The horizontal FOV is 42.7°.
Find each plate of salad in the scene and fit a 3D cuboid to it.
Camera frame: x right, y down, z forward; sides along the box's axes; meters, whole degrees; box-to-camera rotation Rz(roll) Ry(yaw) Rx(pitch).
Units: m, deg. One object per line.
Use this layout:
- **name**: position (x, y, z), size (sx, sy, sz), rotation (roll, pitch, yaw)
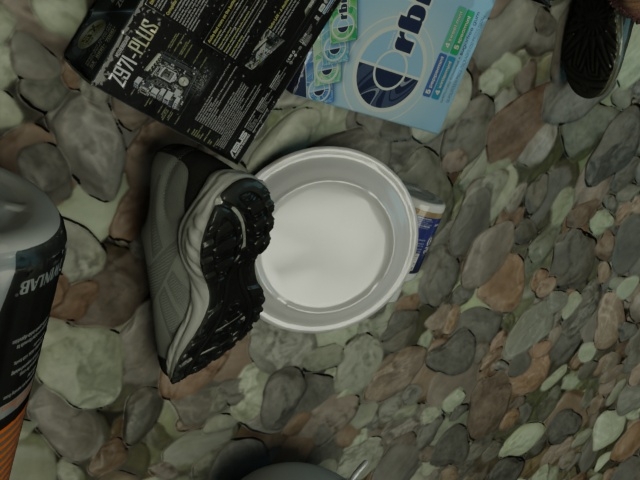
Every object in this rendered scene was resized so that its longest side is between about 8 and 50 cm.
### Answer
- **plate of salad**: position (0.000, 0.000, 0.820), size (0.200, 0.048, 0.200), rotation (-5, 113, -12)

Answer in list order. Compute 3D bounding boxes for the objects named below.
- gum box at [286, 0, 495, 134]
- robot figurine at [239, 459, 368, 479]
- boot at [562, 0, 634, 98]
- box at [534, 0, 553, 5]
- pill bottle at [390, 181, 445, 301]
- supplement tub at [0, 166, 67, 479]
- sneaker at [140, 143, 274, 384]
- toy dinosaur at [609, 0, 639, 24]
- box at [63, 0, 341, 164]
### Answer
- **gum box**: position (0.065, -0.194, 0.763), size (0.184, 0.041, 0.157), rotation (7, 112, -37)
- **robot figurine**: position (-0.045, 0.405, 0.942), size (0.300, 0.200, 0.353), rotation (-10, 124, -53)
- **boot**: position (0.374, -0.265, 0.917), size (0.208, 0.076, 0.189), rotation (-18, 126, -32)
- **box**: position (0.198, -0.381, 0.727), size (0.216, 0.060, 0.270), rotation (20, 105, -41)
- **pill bottle**: position (0.082, 0.003, 0.875), size (0.067, 0.067, 0.120), rotation (7, 112, -37)
- **supplement tub**: position (-0.310, 0.104, 0.589), size (0.193, 0.193, 0.316), rotation (6, 112, -36)
- **sneaker**: position (-0.114, 0.026, 0.749), size (0.100, 0.108, 0.271), rotation (-30, 148, -39)
- **toy dinosaur**: position (0.316, -0.286, 0.753), size (0.200, 0.127, 0.295), rotation (-19, 140, -16)
- **box**: position (-0.087, -0.175, 0.647), size (0.147, 0.077, 0.180), rotation (26, 100, -41)
